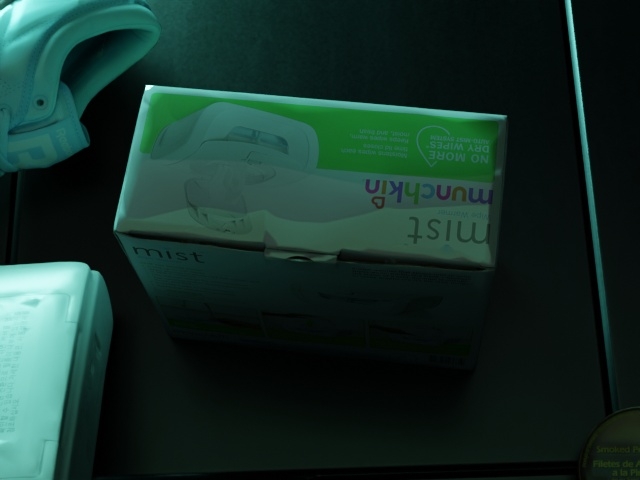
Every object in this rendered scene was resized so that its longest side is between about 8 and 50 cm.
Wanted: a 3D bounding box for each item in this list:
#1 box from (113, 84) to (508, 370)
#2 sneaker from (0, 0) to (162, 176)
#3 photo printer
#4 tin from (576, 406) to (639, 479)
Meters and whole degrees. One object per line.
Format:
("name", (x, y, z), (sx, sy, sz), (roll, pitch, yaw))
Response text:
("box", (0.000, 0.000, 0.949), (0.262, 0.231, 0.127), (6, 67, 7))
("sneaker", (-0.283, -0.106, 1.065), (0.150, 0.135, 0.366), (34, 73, 20))
("photo printer", (-0.324, 0.136, 0.943), (0.307, 0.107, 0.256), (-4, 45, 1))
("tin", (0.291, 0.181, 0.958), (0.190, 0.040, 0.106), (0, 70, 3))
